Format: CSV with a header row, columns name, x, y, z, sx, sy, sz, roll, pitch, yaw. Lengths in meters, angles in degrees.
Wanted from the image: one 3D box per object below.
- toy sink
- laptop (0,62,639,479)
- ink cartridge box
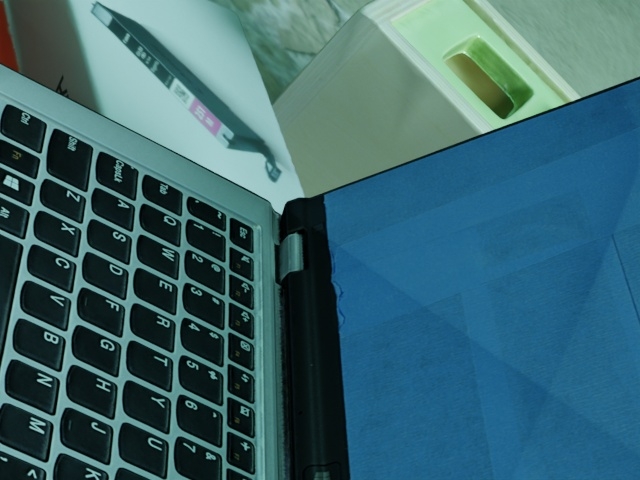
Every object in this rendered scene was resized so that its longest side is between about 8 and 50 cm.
name,x,y,z,sx,sy,sz,roll,pitch,yaw
toy sink,0.095,-0.030,0.948,0.234,0.131,0.153,47,30,3
laptop,0.000,0.000,0.542,0.408,0.236,0.382,27,29,-20
ink cartridge box,-0.114,-0.042,0.775,0.239,0.060,0.275,19,38,-40
